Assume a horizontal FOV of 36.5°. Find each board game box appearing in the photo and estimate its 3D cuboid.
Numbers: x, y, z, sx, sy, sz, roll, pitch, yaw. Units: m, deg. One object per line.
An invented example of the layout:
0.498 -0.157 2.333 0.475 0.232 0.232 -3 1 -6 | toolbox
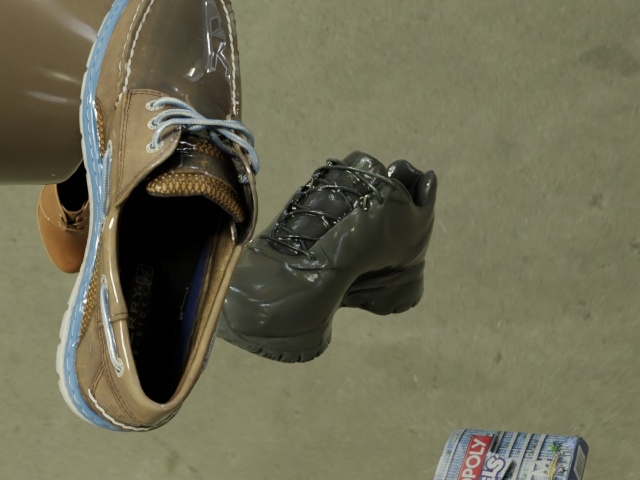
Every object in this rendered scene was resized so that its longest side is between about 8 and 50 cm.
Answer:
0.160 0.274 1.008 0.194 0.060 0.194 -2 45 32 | board game box

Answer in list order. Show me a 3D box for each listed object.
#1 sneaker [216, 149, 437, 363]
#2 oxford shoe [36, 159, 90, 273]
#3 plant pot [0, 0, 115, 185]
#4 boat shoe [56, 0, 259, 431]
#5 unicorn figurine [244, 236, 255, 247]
0.000 0.000 0.721 0.109 0.286 0.130 25 112 23 | sneaker
-0.302 -0.035 1.163 0.076 0.212 0.076 -2 39 -15 | oxford shoe
-0.267 -0.140 0.655 0.229 0.263 0.263 13 76 -26 | plant pot
-0.051 -0.020 0.362 0.066 0.066 0.183 9 80 -31 | boat shoe
-0.102 0.028 0.890 0.060 0.111 0.162 -62 35 27 | unicorn figurine
